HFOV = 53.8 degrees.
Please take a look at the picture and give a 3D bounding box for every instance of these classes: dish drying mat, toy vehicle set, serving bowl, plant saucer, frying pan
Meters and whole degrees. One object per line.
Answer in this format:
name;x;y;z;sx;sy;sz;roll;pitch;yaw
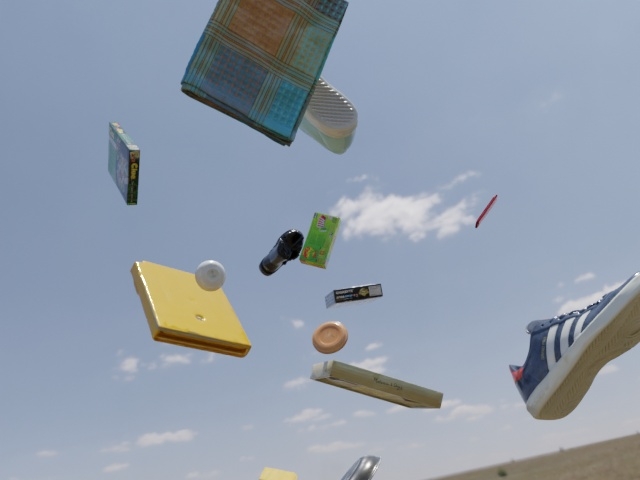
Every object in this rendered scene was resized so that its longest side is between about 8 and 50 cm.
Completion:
dish drying mat;0.367;-0.064;1.395;0.083;0.008;0.032;-51;-24;-19
toy vehicle set;0.123;0.330;1.430;0.266;0.035;0.166;19;-19;-12
serving bowl;-0.289;0.093;1.672;0.083;0.083;0.027;-1;-7;-24
plant saucer;0.021;0.215;1.411;0.083;0.083;0.013;-15;-44;7
frying pan;0.069;0.606;1.556;0.197;0.053;0.326;-49;-8;-17

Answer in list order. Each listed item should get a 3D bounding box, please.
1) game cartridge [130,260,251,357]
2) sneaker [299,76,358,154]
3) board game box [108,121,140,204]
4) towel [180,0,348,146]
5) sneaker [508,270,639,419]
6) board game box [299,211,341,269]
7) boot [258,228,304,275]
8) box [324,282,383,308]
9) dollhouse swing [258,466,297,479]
game cartridge;-0.365;0.185;1.747;0.285;0.324;0.053;20;-72;-36
sneaker;-0.049;-0.346;1.560;0.135;0.366;0.150;-28;-26;-19
board game box;-0.486;-0.194;1.549;0.030;0.259;0.136;-5;-64;-27
towel;-0.114;-0.427;1.375;0.271;0.370;0.040;25;-10;-17
sneaker;0.471;0.167;1.162;0.131;0.148;0.350;18;-62;-31
board game box;0.000;0.000;2.153;0.092;0.181;0.043;13;-20;16
boot;-0.109;0.015;2.319;0.246;0.094;0.207;-47;5;-36
box;0.118;0.205;2.297;0.175;0.051;0.220;-7;-11;-9
dollhouse swing;-0.107;0.958;1.988;0.304;0.347;0.315;20;5;5
